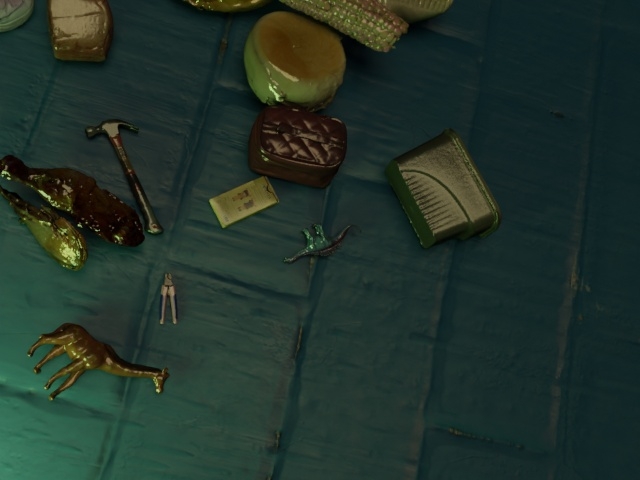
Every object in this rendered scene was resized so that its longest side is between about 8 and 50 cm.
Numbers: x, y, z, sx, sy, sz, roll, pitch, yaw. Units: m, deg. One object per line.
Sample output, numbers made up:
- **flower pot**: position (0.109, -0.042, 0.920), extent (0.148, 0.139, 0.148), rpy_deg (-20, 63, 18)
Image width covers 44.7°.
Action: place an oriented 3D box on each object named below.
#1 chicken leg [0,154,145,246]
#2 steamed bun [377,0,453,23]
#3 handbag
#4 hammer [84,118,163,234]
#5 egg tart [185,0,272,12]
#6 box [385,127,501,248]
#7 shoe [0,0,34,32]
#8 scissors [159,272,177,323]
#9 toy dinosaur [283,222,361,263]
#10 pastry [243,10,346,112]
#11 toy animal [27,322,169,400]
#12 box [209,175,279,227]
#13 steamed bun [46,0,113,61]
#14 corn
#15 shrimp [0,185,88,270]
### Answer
- **chicken leg**: position (-0.515, -0.081, 1.632), extent (0.322, 0.177, 0.083), rpy_deg (37, 104, -4)
- **steamed bun**: position (0.155, -0.720, 1.944), extent (0.394, 0.237, 0.347), rpy_deg (35, 92, -34)
- **handbag**: position (-0.053, -0.218, 1.801), extent (0.225, 0.135, 0.147), rpy_deg (13, 67, -10)
- **hammer**: position (-0.422, -0.142, 1.735), extent (0.111, 0.033, 0.288), rpy_deg (-21, 82, -18)
- **egg tart**: position (-0.221, -0.752, 1.801), extent (0.442, 0.178, 0.443), rpy_deg (-2, 104, -8)
- **box**: position (0.291, -0.110, 1.870), extent (0.178, 0.138, 0.274), rpy_deg (-24, 79, -14)
- **shoe**: position (-0.746, -0.507, 1.696), extent (0.245, 0.137, 0.095), rpy_deg (-30, 89, -20)
- **scissors**: position (-0.332, 0.126, 1.694), extent (0.039, 0.012, 0.113), rpy_deg (-1, 75, -15)
- **toy dinosaur**: position (0.000, 0.000, 1.802), extent (0.197, 0.045, 0.080), rpy_deg (-23, 94, -12)
- **pastry**: position (-0.060, -0.420, 1.843), extent (0.264, 0.133, 0.265), rpy_deg (9, 59, -16)
- **toy animal**: position (-0.453, 0.257, 1.598), extent (0.229, 0.066, 0.224), rpy_deg (-29, 84, -25)
- **box**: position (-0.175, -0.090, 1.792), extent (0.149, 0.020, 0.073), rpy_deg (-25, 81, -20)
- **steamed bun**: position (-0.546, -0.493, 1.767), extent (0.144, 0.106, 0.175), rpy_deg (-3, 89, -21)
- **corn**: position (0.044, -0.552, 1.816), extent (0.335, 0.126, 0.127), rpy_deg (26, 70, -11)
- **shrimp**: position (-0.574, -0.050, 1.636), extent (0.262, 0.117, 0.066), rpy_deg (47, 32, 4)
